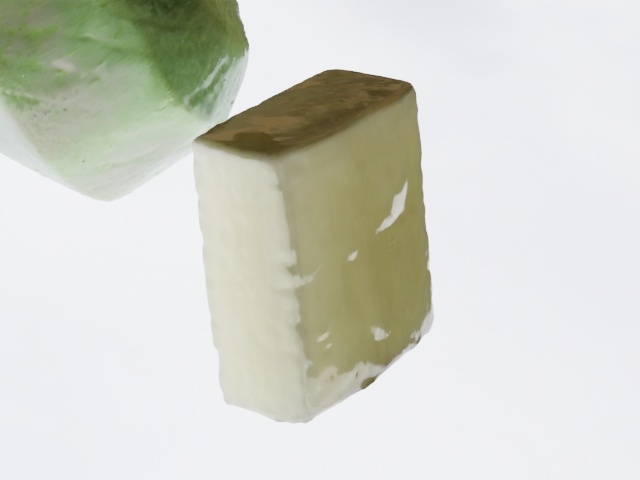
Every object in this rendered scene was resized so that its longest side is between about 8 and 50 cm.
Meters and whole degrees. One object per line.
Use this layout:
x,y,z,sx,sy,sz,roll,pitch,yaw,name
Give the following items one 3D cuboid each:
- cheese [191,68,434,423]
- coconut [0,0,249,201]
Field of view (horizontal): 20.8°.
0.000,0.000,1.629,0.124,0.265,0.242,8,-154,29,cheese
-0.246,-0.200,1.856,0.328,0.328,0.281,33,-178,21,coconut
